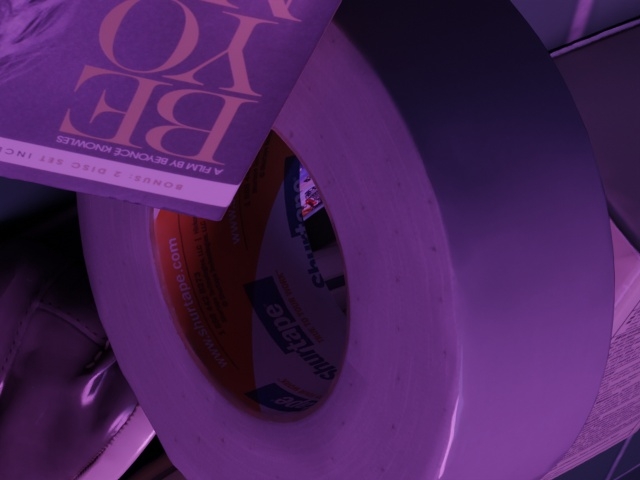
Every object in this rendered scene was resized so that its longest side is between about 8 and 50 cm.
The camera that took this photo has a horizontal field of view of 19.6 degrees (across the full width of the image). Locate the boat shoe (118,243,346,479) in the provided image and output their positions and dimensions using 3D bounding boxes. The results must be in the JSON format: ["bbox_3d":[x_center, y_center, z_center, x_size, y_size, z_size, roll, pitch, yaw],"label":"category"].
[{"bbox_3d":[-0.057,0.175,1.044,0.187,0.156,0.500,-17,152,-34],"label":"boat shoe"}]

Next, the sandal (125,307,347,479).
[{"bbox_3d":[-0.027,0.139,0.845,0.303,0.086,0.120,-43,144,2],"label":"sandal"}]

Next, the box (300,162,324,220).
[{"bbox_3d":[-0.010,-0.041,0.821,0.137,0.027,0.094,-36,158,4],"label":"box"}]

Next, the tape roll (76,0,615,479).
[{"bbox_3d":[0.000,0.000,0.659,0.072,0.219,0.219,-16,152,-37],"label":"tape roll"}]

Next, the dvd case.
[{"bbox_3d":[-0.069,-0.091,0.526,0.165,0.018,0.221,12,140,-19],"label":"dvd case"}]

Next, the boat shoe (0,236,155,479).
[{"bbox_3d":[-0.170,0.113,0.858,0.335,0.095,0.112,-47,-170,38],"label":"boat shoe"}]

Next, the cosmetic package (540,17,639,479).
[{"bbox_3d":[0.146,0.019,1.043,0.153,0.129,0.296,-21,156,-29],"label":"cosmetic package"}]
